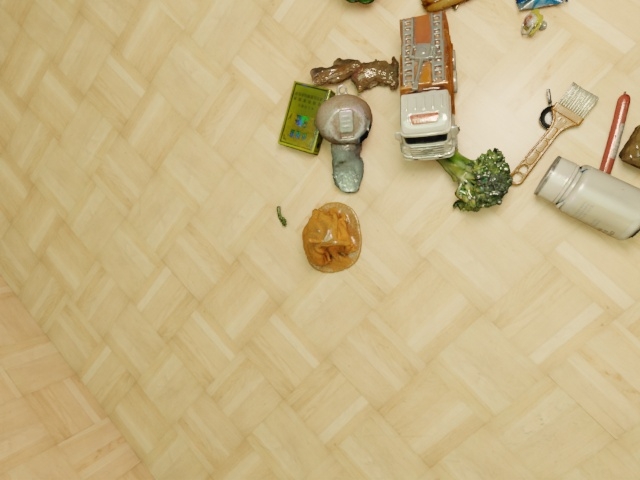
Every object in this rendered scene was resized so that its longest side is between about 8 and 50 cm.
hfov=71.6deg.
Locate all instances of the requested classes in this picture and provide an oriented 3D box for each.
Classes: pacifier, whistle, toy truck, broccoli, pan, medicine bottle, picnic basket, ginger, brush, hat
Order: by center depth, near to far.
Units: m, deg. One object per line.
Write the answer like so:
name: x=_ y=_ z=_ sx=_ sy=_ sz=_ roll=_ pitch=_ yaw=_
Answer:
picnic basket: x=0.881 y=-0.262 z=1.138 sx=0.138 sy=0.128 sz=0.178 roll=29 pitch=113 yaw=15
medicine bottle: x=0.731 y=-0.119 z=1.199 sx=0.258 sy=0.143 sz=0.143 roll=31 pitch=104 yaw=15
pacifier: x=0.611 y=-0.613 z=1.261 sx=0.064 sy=0.083 sz=0.068 roll=12 pitch=140 yaw=-16
toy truck: x=0.300 y=-0.437 z=1.263 sx=0.173 sy=0.207 sz=0.388 roll=-3 pitch=73 yaw=18
brush: x=0.647 y=-0.289 z=1.266 sx=0.090 sy=0.017 sz=0.314 roll=38 pitch=109 yaw=11
pan: x=0.659 y=-0.375 z=1.270 sx=0.068 sy=0.023 sz=0.115 roll=-8 pitch=94 yaw=22
broccoli: x=0.438 y=-0.190 z=1.335 sx=0.275 sy=0.177 sz=0.198 roll=28 pitch=142 yaw=45
hat: x=0.000 y=0.000 z=1.441 sx=0.244 sy=0.233 sz=0.233 roll=-35 pitch=80 yaw=19
ginger: x=0.111 y=-0.538 z=1.442 sx=0.290 sy=0.084 sz=0.122 roll=6 pitch=94 yaw=13
whistle: x=0.081 y=-0.328 z=1.447 sx=0.189 sy=0.189 sz=0.348 roll=5 pitch=118 yaw=21

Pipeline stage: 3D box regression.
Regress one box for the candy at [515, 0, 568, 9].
candy: x=0.621 y=-0.695 z=1.251 sx=0.136 sy=0.038 sz=0.088 roll=1 pitch=75 yaw=23

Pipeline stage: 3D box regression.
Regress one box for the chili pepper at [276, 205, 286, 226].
chili pepper: x=-0.141 y=-0.084 z=1.602 sx=0.027 sy=0.022 sz=0.083 roll=-25 pitch=81 yaw=22

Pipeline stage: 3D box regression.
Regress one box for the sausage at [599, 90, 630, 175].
sausage: x=0.806 y=-0.280 z=1.218 sx=0.034 sy=0.034 sz=0.253 roll=14 pitch=99 yaw=19

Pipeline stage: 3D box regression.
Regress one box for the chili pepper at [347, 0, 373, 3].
chili pepper: x=0.113 y=-0.911 z=1.369 sx=0.167 sy=0.213 sz=0.385 roll=151 pitch=124 yaw=-62

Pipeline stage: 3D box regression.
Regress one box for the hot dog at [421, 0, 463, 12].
hot dog: x=0.422 y=-0.753 z=1.312 sx=0.250 sy=0.076 sz=0.104 roll=-20 pitch=67 yaw=18

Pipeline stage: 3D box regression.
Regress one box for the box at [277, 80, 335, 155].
box: x=-0.048 y=-0.416 z=1.519 sx=0.141 sy=0.064 sz=0.220 roll=19 pitch=99 yaw=18
